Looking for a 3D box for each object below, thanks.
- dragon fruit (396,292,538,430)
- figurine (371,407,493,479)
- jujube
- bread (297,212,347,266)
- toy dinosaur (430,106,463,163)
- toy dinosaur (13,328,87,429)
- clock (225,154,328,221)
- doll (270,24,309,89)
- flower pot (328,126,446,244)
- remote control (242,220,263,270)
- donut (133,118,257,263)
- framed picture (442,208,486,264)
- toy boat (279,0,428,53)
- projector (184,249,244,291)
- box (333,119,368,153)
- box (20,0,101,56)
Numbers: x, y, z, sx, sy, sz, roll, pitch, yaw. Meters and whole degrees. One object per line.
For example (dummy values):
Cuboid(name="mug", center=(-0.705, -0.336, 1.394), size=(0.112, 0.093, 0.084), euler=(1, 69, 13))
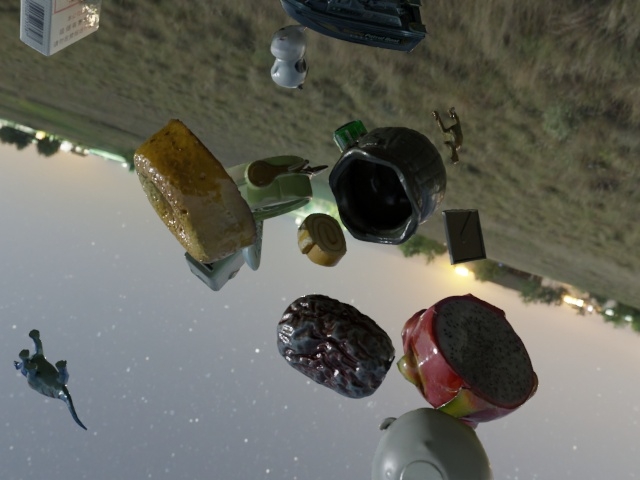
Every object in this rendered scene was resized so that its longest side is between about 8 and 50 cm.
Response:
Cuboid(name="dragon fruit", center=(0.290, 0.259, 1.234), size=(0.290, 0.291, 0.189), euler=(16, 138, -27))
Cuboid(name="figurine", center=(0.184, 0.439, 1.092), size=(0.227, 0.274, 0.394), euler=(52, -177, 19))
Cuboid(name="jujube", center=(0.043, 0.277, 1.536), size=(0.316, 0.226, 0.226), euler=(24, -176, 19))
Cuboid(name="bread", center=(0.000, 0.000, 1.554), size=(0.122, 0.073, 0.149), euler=(5, -128, -26))
Cuboid(name="toy dinosaur", center=(0.290, -0.220, 1.243), size=(0.039, 0.126, 0.162), euler=(-22, 171, 32))
Cuboid(name="toy dinosaur", center=(-0.630, 0.297, 1.313), size=(0.329, 0.145, 0.076), euler=(21, -147, 33))
Cuboid(name="clock", center=(-0.153, -0.123, 1.499), size=(0.348, 0.117, 0.286), euler=(-18, 175, 21))
Cuboid(name="doll", center=(-0.084, -0.511, 1.608), size=(0.107, 0.110, 0.181), euler=(37, 152, 28))
Cuboid(name="flower pot", center=(0.161, -0.145, 1.499), size=(0.301, 0.302, 0.213), euler=(18, -141, 28))
Cuboid(name="remote control", center=(-0.225, -0.026, 1.957), size=(0.051, 0.103, 0.293), euler=(-7, -142, 6))
Cuboid(name="donut", center=(-0.239, -0.078, 1.069), size=(0.277, 0.108, 0.278), euler=(44, 157, 24))
Cuboid(name="framed picture", center=(0.515, -0.016, 2.069), size=(0.018, 0.192, 0.265), euler=(-11, 175, 40))
Cuboid(name="toy boat", center=(0.056, -0.434, 1.075), size=(0.295, 0.114, 0.122), euler=(6, 148, -20))
Cuboid(name="projector", center=(-0.381, 0.068, 2.127), size=(0.163, 0.177, 0.242), euler=(41, 164, 6))
Cuboid(name="box", center=(0.134, -0.258, 1.860), size=(0.250, 0.103, 0.180), euler=(60, -178, -2))
Cuboid(name="box", center=(-0.631, -0.649, 1.435), size=(0.095, 0.330, 0.210), euler=(30, -136, 0))
